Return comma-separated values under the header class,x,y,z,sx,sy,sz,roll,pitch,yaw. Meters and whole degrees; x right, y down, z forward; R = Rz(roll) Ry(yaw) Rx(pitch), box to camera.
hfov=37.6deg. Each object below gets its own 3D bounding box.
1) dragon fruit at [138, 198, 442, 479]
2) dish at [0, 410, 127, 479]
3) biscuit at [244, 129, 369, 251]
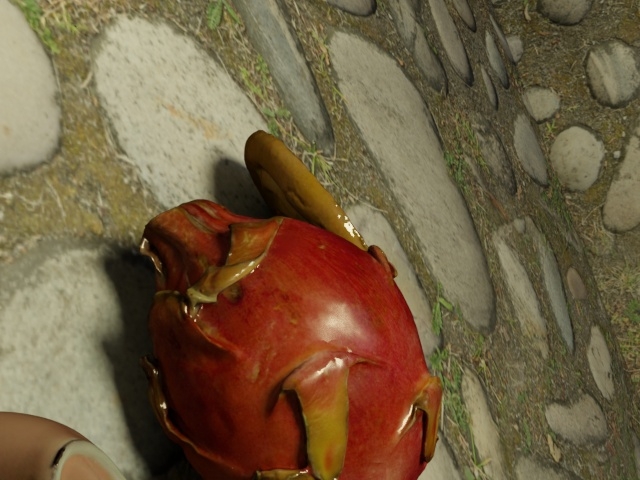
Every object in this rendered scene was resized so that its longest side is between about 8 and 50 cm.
class,x,y,z,sx,sy,sz,roll,pitch,yaw
dragon fruit,-0.022,0.106,0.762,0.315,0.250,0.250,55,21,21
dish,-0.170,0.195,0.550,0.213,0.090,0.213,43,35,-40
biscuit,0.000,0.001,0.956,0.262,0.037,0.262,53,-9,12
